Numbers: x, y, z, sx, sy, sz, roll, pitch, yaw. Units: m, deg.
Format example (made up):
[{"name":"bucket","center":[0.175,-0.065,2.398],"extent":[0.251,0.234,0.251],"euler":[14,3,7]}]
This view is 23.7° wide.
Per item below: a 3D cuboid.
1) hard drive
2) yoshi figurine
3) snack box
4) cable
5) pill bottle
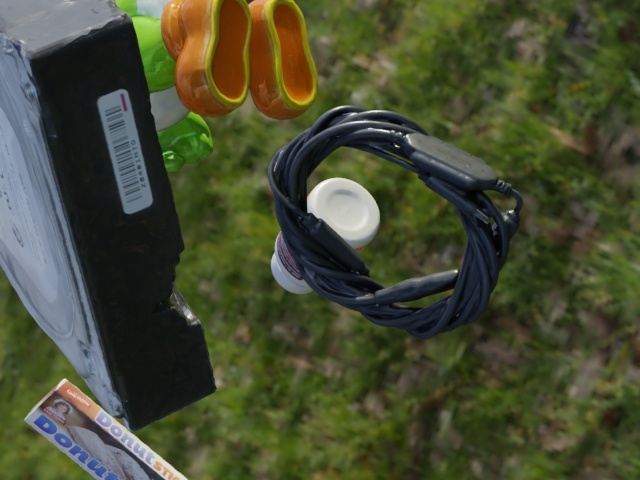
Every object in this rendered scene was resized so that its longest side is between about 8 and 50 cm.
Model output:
[{"name":"hard drive","center":[-0.178,-0.076,0.855],"extent":[0.339,0.064,0.237],"euler":[44,151,46]},{"name":"yoshi figurine","center":[-0.193,-0.103,1.300],"extent":[0.362,0.203,0.203],"euler":[-6,40,32]},{"name":"snack box","center":[-0.196,0.208,1.457],"extent":[0.064,0.178,0.022],"euler":[-42,12,38]},{"name":"cable","center":[0.046,-0.013,1.091],"extent":[0.047,0.184,0.150],"euler":[-49,-19,-61]},{"name":"pill bottle","center":[0.000,0.000,1.712],"extent":[0.152,0.086,0.086],"euler":[131,157,-54]}]
